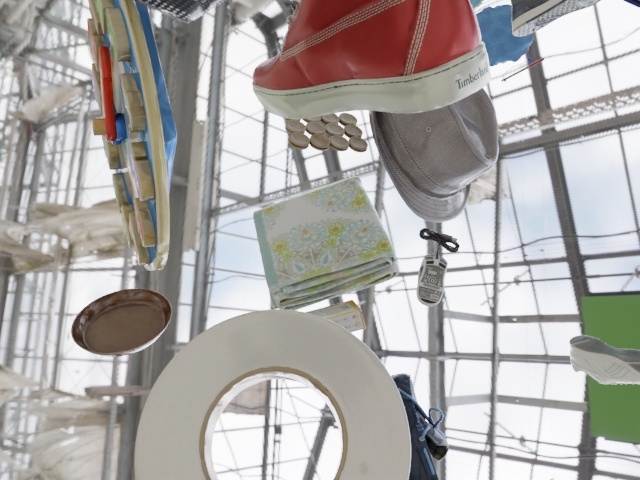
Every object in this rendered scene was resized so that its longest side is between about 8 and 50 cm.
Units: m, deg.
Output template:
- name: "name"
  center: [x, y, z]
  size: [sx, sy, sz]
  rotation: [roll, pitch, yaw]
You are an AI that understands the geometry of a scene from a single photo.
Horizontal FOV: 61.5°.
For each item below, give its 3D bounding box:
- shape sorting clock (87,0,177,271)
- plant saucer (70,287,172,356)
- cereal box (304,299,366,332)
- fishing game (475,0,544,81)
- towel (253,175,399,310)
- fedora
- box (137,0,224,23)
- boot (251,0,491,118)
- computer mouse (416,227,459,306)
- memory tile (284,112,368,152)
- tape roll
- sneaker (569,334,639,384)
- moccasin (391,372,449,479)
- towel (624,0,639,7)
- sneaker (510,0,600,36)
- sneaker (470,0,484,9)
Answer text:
- name: "shape sorting clock"
  center: [-0.137, -0.079, 0.375]
  size: [0.206, 0.040, 0.206]
  rotation: [173, -90, -67]
- name: "plant saucer"
  center: [-0.344, 0.146, 0.941]
  size: [0.168, 0.169, 0.029]
  rotation: [37, -40, 44]
- name: "cereal box"
  center: [-0.036, 0.180, 1.104]
  size: [0.240, 0.173, 0.047]
  rotation: [-15, -89, -1]
- name: "fishing game"
  center: [0.507, -0.583, 1.530]
  size: [0.189, 0.264, 0.041]
  rotation: [-24, -150, 44]
- name: "towel"
  center: [0.000, 0.000, 1.385]
  size: [0.321, 0.090, 0.374]
  rotation: [-17, -137, -1]
- name: "fedora"
  center: [0.200, -0.179, 0.864]
  size: [0.124, 0.244, 0.275]
  rotation: [-28, -108, 47]
- name: "box"
  center: [0.000, -0.243, 0.212]
  size: [0.270, 0.060, 0.216]
  rotation: [-8, -100, 43]
- name: "boot"
  center: [0.002, -0.185, 0.396]
  size: [0.244, 0.088, 0.176]
  rotation: [13, -47, 54]
- name: "computer mouse"
  center: [0.281, 0.071, 1.352]
  size: [0.042, 0.106, 0.192]
  rotation: [116, -9, -79]
- name: "memory tile"
  center: [0.007, -0.196, 0.963]
  size: [0.012, 0.148, 0.113]
  rotation: [111, -28, -43]
- name: "tape roll"
  center: [-0.064, 0.293, 0.777]
  size: [0.072, 0.392, 0.391]
  rotation: [93, -14, -65]
- name: "sneaker"
  center: [0.472, 0.202, 0.851]
  size: [0.152, 0.054, 0.061]
  rotation: [18, -56, 43]
- name: "moccasin"
  center: [0.210, 0.435, 1.107]
  size: [0.117, 0.137, 0.341]
  rotation: [-13, -130, 12]
- name: "towel"
  center: [0.266, -0.304, 0.444]
  size: [0.228, 0.308, 0.076]
  rotation: [31, -31, 25]
- name: "sneaker"
  center: [0.492, -0.549, 1.113]
  size: [0.226, 0.086, 0.163]
  rotation: [-13, -100, 46]
- name: "sneaker"
  center: [0.378, -0.640, 1.303]
  size: [0.162, 0.073, 0.063]
  rotation: [106, -10, -52]
